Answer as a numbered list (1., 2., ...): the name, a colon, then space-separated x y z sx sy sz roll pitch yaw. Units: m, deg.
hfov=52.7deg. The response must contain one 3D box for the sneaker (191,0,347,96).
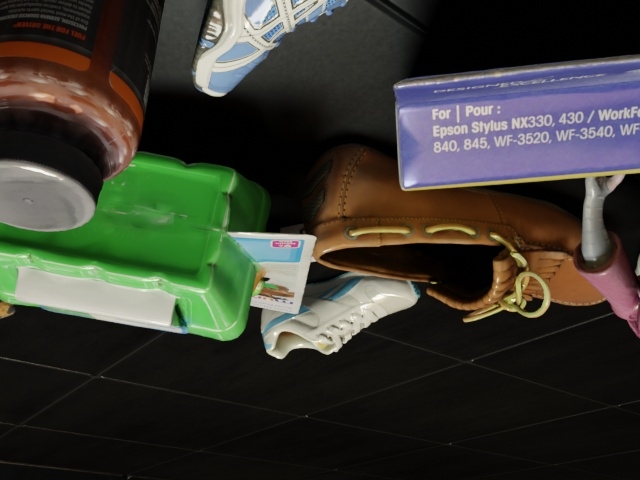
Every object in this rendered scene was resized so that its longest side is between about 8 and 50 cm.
1. sneaker: -0.027 -0.161 0.420 0.081 0.080 0.211 17 148 -22

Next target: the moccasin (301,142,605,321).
1. moccasin: 0.160 0.018 0.670 0.380 0.147 0.139 18 146 -29

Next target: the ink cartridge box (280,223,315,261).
1. ink cartridge box: 0.000 0.000 0.757 0.083 0.028 0.048 -10 149 18

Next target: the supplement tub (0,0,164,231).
1. supplement tub: -0.158 -0.107 0.396 0.106 0.198 0.106 0 150 0

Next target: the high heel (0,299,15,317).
1. high heel: -0.488 0.029 0.735 0.261 0.093 0.186 18 153 -14

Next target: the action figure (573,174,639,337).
1. action figure: 0.352 0.053 0.544 0.248 0.275 0.370 4 169 11

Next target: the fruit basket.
1. fruit basket: -0.177 0.030 0.667 0.327 0.165 0.353 10 158 -2

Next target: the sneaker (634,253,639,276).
1. sneaker: 0.541 0.061 0.806 0.293 0.108 0.169 2 154 16

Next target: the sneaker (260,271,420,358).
1. sneaker: 0.026 0.102 0.875 0.229 0.092 0.087 -15 146 22

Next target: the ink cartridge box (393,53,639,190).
1. ink cartridge box: 0.199 -0.077 0.413 0.304 0.072 0.307 -4 -168 8
